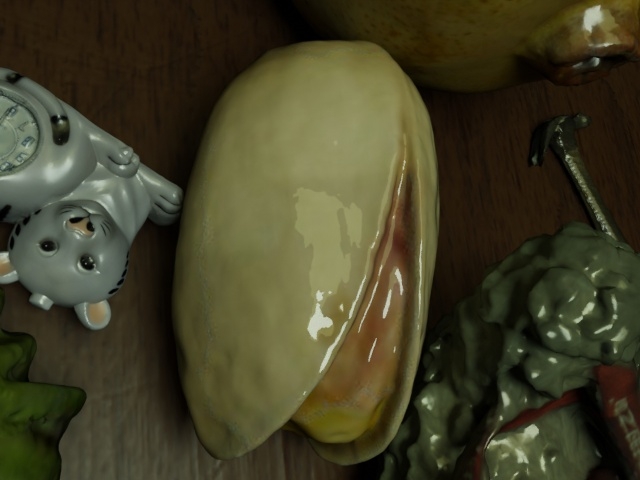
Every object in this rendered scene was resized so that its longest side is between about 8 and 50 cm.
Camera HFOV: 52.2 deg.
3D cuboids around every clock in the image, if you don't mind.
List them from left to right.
[{"bbox_3d":[-0.192,-0.028,0.432,0.176,0.080,0.117,35,60,-14],"label":"clock"}]

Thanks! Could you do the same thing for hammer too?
[{"bbox_3d":[0.324,-0.005,0.723,0.125,0.027,0.297,-22,84,-32],"label":"hammer"}]

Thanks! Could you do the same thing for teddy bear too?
[{"bbox_3d":[0.210,0.204,0.486,0.368,0.224,0.357,21,77,-22],"label":"teddy bear"}]

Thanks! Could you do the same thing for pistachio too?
[{"bbox_3d":[0.000,0.000,0.458,0.187,0.187,0.299,12,71,-23],"label":"pistachio"}]

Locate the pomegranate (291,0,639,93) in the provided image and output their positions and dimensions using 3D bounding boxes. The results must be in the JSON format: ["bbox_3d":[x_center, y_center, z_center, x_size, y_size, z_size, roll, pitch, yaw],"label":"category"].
[{"bbox_3d":[0.144,-0.296,0.523,0.417,0.417,0.416,9,68,-24],"label":"pomegranate"}]

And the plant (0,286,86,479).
[{"bbox_3d":[-0.155,0.095,0.274,0.180,0.333,0.251,39,45,-27],"label":"plant"}]
